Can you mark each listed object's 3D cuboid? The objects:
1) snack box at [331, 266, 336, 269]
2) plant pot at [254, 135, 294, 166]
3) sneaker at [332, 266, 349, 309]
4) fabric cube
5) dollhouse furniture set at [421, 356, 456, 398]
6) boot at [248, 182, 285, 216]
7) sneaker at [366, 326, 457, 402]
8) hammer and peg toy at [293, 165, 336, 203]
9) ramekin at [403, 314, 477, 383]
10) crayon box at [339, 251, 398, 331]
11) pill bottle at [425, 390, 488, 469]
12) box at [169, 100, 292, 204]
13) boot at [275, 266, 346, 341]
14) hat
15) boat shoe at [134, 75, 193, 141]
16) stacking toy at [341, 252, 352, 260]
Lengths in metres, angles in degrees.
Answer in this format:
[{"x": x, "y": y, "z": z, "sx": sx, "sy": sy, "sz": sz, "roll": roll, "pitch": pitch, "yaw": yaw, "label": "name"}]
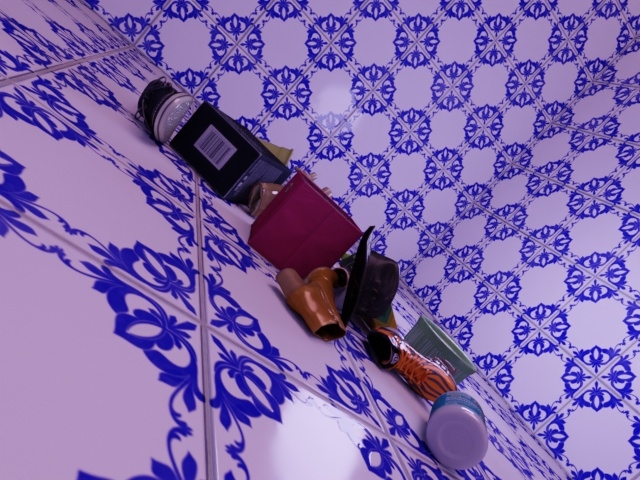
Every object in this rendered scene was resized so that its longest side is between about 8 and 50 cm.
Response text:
[{"x": 0.086, "y": 0.155, "z": 2.060, "sx": 0.178, "sy": 0.022, "sz": 0.064, "roll": 41, "pitch": 7, "yaw": -12, "label": "snack box"}, {"x": -0.301, "y": -0.371, "z": 2.177, "sx": 0.253, "sy": 0.276, "sz": 0.276, "roll": 29, "pitch": 11, "yaw": -14, "label": "plant pot"}, {"x": 0.067, "y": 0.159, "z": 1.580, "sx": 0.106, "sy": 0.123, "sz": 0.290, "roll": 44, "pitch": 6, "yaw": 18, "label": "sneaker"}, {"x": -0.055, "y": -0.038, "z": 1.507, "sx": 0.259, "sy": 0.258, "sz": 0.254, "roll": 41, "pitch": 9, "yaw": -15, "label": "fabric cube"}, {"x": 0.337, "y": 0.411, "z": 1.562, "sx": 0.184, "sy": 0.129, "sz": 0.129, "roll": 47, "pitch": 9, "yaw": 29, "label": "dollhouse furniture set"}, {"x": -0.176, "y": -0.118, "z": 1.816, "sx": 0.089, "sy": 0.236, "sz": 0.269, "roll": 25, "pitch": 21, "yaw": 31, "label": "boot"}, {"x": 0.261, "y": 0.388, "z": 1.423, "sx": 0.321, "sy": 0.125, "sz": 0.180, "roll": 35, "pitch": 7, "yaw": 28, "label": "sneaker"}, {"x": -0.037, "y": -0.215, "z": 2.280, "sx": 0.266, "sy": 0.127, "sz": 0.361, "roll": 57, "pitch": -27, "yaw": 12, "label": "hammer and peg toy"}, {"x": 0.471, "y": 0.463, "z": 1.894, "sx": 0.303, "sy": 0.148, "sz": 0.303, "roll": 43, "pitch": 8, "yaw": -7, "label": "ramekin"}, {"x": 0.179, "y": 0.222, "z": 1.653, "sx": 0.203, "sy": 0.083, "sz": 0.323, "roll": 51, "pitch": -13, "yaw": 47, "label": "crayon box"}, {"x": 0.358, "y": 0.482, "z": 1.221, "sx": 0.146, "sy": 0.146, "sz": 0.264, "roll": 45, "pitch": 8, "yaw": 15, "label": "pill bottle"}, {"x": -0.324, "y": -0.310, "z": 1.777, "sx": 0.293, "sy": 0.212, "sz": 0.395, "roll": 44, "pitch": 8, "yaw": 10, "label": "box"}, {"x": 0.010, "y": 0.178, "z": 1.283, "sx": 0.211, "sy": 0.104, "sz": 0.295, "roll": 53, "pitch": 20, "yaw": 25, "label": "boot"}, {"x": 0.156, "y": 0.127, "z": 1.368, "sx": 0.133, "sy": 0.332, "sz": 0.331, "roll": 16, "pitch": 8, "yaw": 1, "label": "hat"}, {"x": -0.543, "y": -0.453, "z": 1.590, "sx": 0.156, "sy": 0.187, "sz": 0.500, "roll": 34, "pitch": 6, "yaw": -23, "label": "boat shoe"}, {"x": 0.225, "y": 0.195, "z": 2.443, "sx": 0.309, "sy": 0.130, "sz": 0.279, "roll": 42, "pitch": -19, "yaw": -31, "label": "stacking toy"}]
